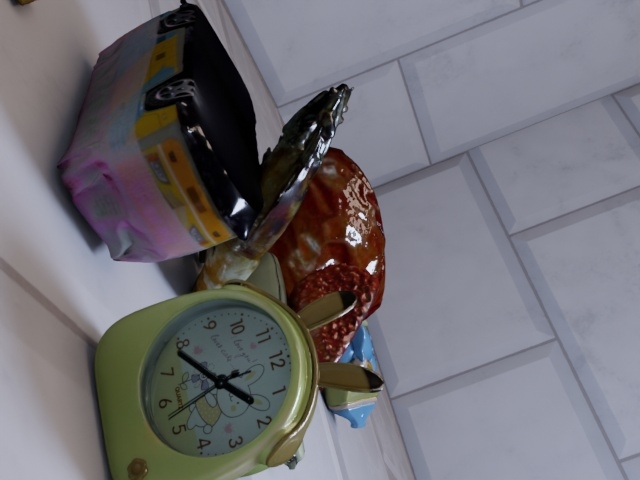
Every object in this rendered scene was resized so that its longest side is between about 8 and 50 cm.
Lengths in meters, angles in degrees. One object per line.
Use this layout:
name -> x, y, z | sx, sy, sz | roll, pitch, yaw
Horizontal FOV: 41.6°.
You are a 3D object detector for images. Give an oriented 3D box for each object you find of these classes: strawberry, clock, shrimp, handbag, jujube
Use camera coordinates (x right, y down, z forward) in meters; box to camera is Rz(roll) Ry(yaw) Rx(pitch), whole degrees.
strawberry -> 0.001, 0.103, 1.177 | 0.107, 0.175, 0.236 | 32, -3, 2
clock -> -0.069, 0.119, 0.706 | 0.069, 0.232, 0.170 | 58, 13, -59
shrimp -> -0.063, -0.061, 1.061 | 0.071, 0.365, 0.233 | 31, 27, -7
handbag -> -0.061, 0.186, 1.219 | 0.241, 0.109, 0.315 | -100, 171, -61
jujube -> 0.000, 0.000, 1.690 | 0.276, 0.277, 0.376 | -103, 173, -54

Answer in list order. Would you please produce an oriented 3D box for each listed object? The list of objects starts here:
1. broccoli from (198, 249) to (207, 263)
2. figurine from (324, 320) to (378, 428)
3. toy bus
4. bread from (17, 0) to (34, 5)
broccoli -> -0.163, -0.060, 1.175 | 0.118, 0.122, 0.204 | -145, -137, -60
figurine -> 0.047, 0.267, 1.836 | 0.180, 0.154, 0.262 | -161, -114, -86
toy bus -> -0.173, -0.116, 0.940 | 0.171, 0.162, 0.386 | 60, 9, -31
bread -> -0.315, -0.309, 0.876 | 0.074, 0.053, 0.132 | -95, 161, -71
